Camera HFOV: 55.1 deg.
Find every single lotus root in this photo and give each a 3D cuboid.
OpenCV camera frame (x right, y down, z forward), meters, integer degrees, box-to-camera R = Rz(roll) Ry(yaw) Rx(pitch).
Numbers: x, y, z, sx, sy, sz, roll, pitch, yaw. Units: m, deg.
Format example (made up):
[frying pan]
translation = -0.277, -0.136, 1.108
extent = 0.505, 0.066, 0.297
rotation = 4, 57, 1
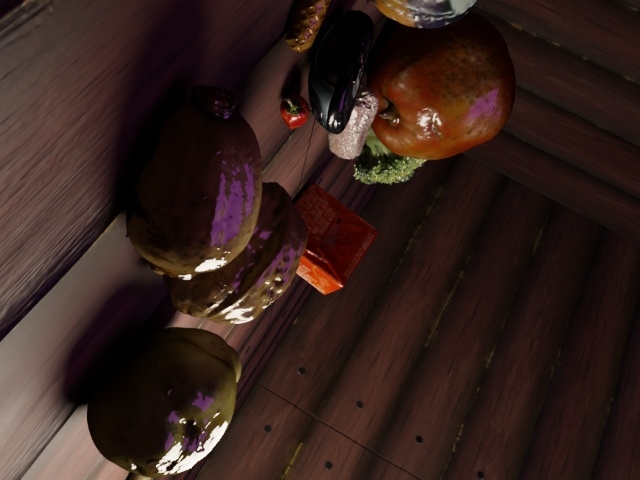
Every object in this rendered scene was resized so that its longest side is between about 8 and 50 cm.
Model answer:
[lotus root]
translation = -0.151, -0.052, 0.732
extent = 0.154, 0.140, 0.256
rotation = -2, 119, -34

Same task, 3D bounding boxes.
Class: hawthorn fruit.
[hawthorn fruit]
translation = 0.289, -0.395, 1.602
extent = 0.402, 0.403, 0.403
rotation = -59, 173, -12

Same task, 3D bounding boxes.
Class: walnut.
[walnut]
translation = -0.126, 0.015, 0.935
extent = 0.245, 0.198, 0.198
rotation = -59, 173, -9

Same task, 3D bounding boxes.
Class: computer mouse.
[computer mouse]
translation = 0.030, -0.310, 1.124
extent = 0.137, 0.096, 0.233
rotation = 97, 9, -72

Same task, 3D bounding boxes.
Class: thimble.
[thimble]
translation = 0.189, -0.500, 1.061
extent = 0.237, 0.237, 0.150
rotation = -59, 176, -14

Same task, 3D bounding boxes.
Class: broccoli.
[broccoli]
translation = 0.233, -0.328, 1.898
extent = 0.375, 0.249, 0.302
rotation = -57, 177, 18

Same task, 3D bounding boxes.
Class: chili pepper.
[chili pepper]
translation = -0.045, -0.231, 1.103
extent = 0.191, 0.050, 0.059
rotation = -67, 169, -85

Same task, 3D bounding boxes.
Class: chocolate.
[chocolate]
translation = 0.000, 0.000, 1.631
extent = 0.237, 0.235, 0.108
rotation = -55, -178, -42

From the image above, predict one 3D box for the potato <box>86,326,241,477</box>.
[potato]
translation = -0.239, 0.252, 1.024
extent = 0.218, 0.202, 0.351
rotation = -50, -178, 6

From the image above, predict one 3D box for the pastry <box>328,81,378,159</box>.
[pastry]
translation = 0.072, -0.285, 1.539
extent = 0.112, 0.103, 0.265
rotation = -52, 169, -16

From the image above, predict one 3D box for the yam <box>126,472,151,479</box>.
[yam]
translation = -0.453, 0.606, 1.483
extent = 0.274, 0.061, 0.061
rotation = -62, 173, 3

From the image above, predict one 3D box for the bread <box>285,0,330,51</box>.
[bread]
translation = -0.009, -0.353, 0.901
extent = 0.157, 0.044, 0.052
rotation = -64, 179, 28
